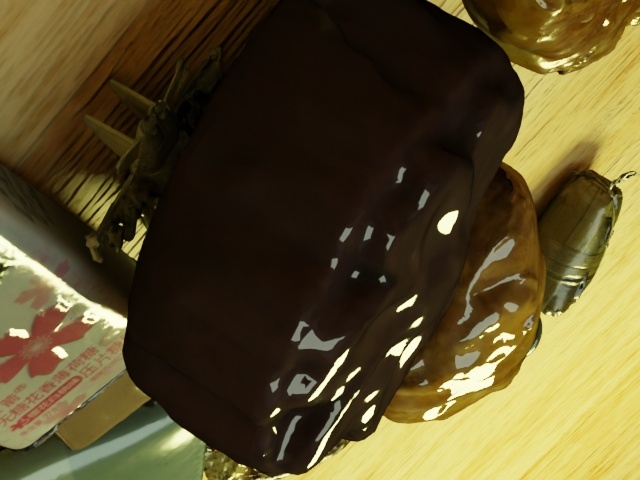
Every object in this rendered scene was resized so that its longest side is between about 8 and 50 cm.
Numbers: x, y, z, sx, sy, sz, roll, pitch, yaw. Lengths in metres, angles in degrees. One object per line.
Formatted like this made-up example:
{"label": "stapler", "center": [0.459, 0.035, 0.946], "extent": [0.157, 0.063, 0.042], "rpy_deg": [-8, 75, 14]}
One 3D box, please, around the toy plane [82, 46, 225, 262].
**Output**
{"label": "toy plane", "center": [-0.123, -0.047, 1.553], "extent": [0.192, 0.088, 0.262], "rpy_deg": [-59, 164, -18]}

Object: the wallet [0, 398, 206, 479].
{"label": "wallet", "center": [-0.268, 0.269, 1.903], "extent": [0.360, 0.083, 0.252], "rpy_deg": [-24, 146, -22]}

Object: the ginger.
{"label": "ginger", "center": [0.116, 0.047, 1.862], "extent": [0.269, 0.200, 0.223], "rpy_deg": [-42, 152, 12]}

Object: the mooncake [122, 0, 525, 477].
{"label": "mooncake", "center": [0.000, 0.000, 1.514], "extent": [0.350, 0.212, 0.381], "rpy_deg": [-50, 163, -29]}

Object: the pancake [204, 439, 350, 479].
{"label": "pancake", "center": [-0.026, 0.188, 2.091], "extent": [0.212, 0.056, 0.257], "rpy_deg": [-50, 144, 11]}

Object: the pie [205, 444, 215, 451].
{"label": "pie", "center": [-0.052, 0.128, 1.953], "extent": [0.088, 0.033, 0.191], "rpy_deg": [7, 117, -41]}

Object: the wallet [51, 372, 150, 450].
{"label": "wallet", "center": [-0.215, 0.123, 1.758], "extent": [0.118, 0.039, 0.153], "rpy_deg": [-36, 145, -6]}

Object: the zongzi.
{"label": "zongzi", "center": [0.289, -0.022, 2.139], "extent": [0.189, 0.081, 0.178], "rpy_deg": [-64, 167, 20]}

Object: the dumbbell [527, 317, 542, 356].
{"label": "dumbbell", "center": [0.185, 0.097, 2.152], "extent": [0.110, 0.110, 0.254], "rpy_deg": [-47, 158, 21]}

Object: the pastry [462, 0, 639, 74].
{"label": "pastry", "center": [0.199, -0.261, 1.504], "extent": [0.255, 0.162, 0.311], "rpy_deg": [-46, 164, -4]}

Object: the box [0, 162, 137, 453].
{"label": "box", "center": [-0.265, 0.047, 1.505], "extent": [0.190, 0.112, 0.369], "rpy_deg": [-38, 153, 6]}
